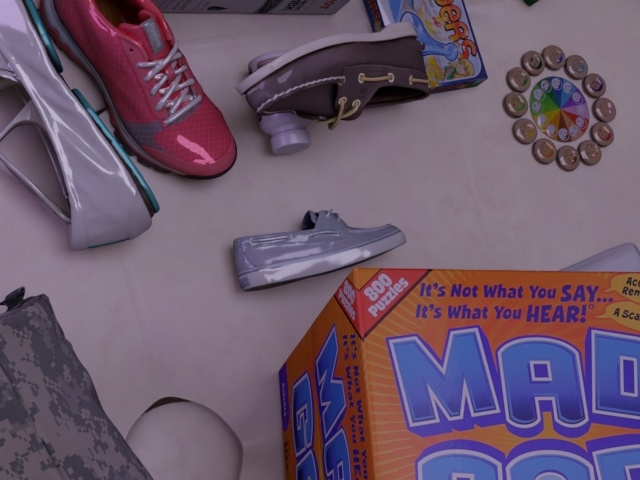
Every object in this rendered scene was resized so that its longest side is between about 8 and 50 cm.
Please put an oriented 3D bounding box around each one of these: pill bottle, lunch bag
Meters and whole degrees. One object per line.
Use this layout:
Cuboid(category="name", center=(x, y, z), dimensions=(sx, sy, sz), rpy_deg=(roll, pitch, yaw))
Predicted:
Cuboid(category="pill bottle", center=(-0.048, -0.172, 1.824), dimensions=(0.067, 0.067, 0.120), rpy_deg=(-7, 78, -27))
Cuboid(category="lunch bag", center=(-0.316, 0.223, 1.502), dimensions=(0.256, 0.213, 0.305), rpy_deg=(-32, 93, -46))

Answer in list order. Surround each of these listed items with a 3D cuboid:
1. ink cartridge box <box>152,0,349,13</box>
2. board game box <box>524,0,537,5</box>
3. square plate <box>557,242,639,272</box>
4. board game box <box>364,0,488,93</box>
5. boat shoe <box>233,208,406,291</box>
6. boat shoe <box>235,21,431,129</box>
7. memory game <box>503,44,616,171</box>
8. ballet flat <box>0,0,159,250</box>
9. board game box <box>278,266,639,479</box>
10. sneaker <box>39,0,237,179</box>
Cuboid(category="ink cartridge box", center=(-0.067, -0.365, 1.798), dimensions=(0.273, 0.197, 0.114), rpy_deg=(-4, 79, -26))
Cuboid(category="board game box", center=(0.269, -0.519, 2.074), dimensions=(0.213, 0.046, 0.317), rpy_deg=(-44, 96, -22))
Cuboid(category="square plate", center=(0.364, 0.201, 1.918), dimensions=(0.347, 0.049, 0.344), rpy_deg=(-18, 83, -28))
Cuboid(category="board game box", center=(0.135, -0.297, 1.964), dimensions=(0.136, 0.035, 0.201), rpy_deg=(-13, 81, -28))
Cuboid(category="boat shoe", center=(-0.001, 0.000, 1.788), dimensions=(0.228, 0.079, 0.081), rpy_deg=(-14, 86, -25))
Cuboid(category="boat shoe", center=(0.027, -0.192, 1.775), dimensions=(0.324, 0.117, 0.096), rpy_deg=(-22, 87, -51))
Cuboid(category="memory game", center=(0.337, -0.185, 2.040), dimensions=(0.186, 0.012, 0.186), rpy_deg=(8, 72, -23))
Cuboid(category="ballet flat", center=(-0.334, -0.164, 1.664), dimensions=(0.139, 0.139, 0.400), rpy_deg=(-31, 90, -29))
Cuboid(category="board game box", center=(0.173, 0.258, 1.587), dimensions=(0.356, 0.356, 0.356), rpy_deg=(1, 67, -15))
Cuboid(category="sneaker", center=(-0.209, -0.202, 1.718), dimensions=(0.116, 0.136, 0.314), rpy_deg=(-43, 95, -28))
